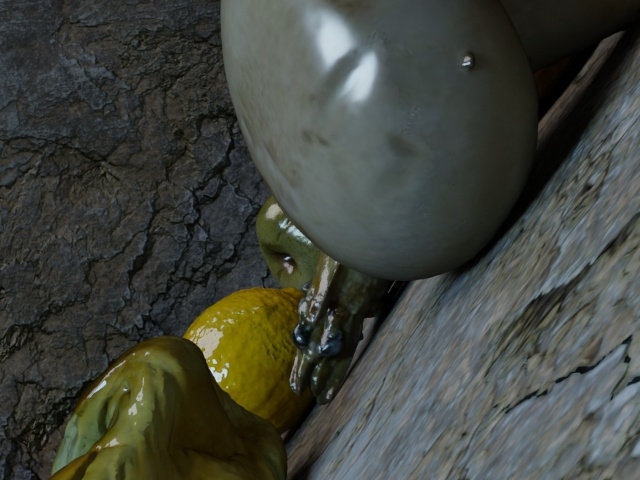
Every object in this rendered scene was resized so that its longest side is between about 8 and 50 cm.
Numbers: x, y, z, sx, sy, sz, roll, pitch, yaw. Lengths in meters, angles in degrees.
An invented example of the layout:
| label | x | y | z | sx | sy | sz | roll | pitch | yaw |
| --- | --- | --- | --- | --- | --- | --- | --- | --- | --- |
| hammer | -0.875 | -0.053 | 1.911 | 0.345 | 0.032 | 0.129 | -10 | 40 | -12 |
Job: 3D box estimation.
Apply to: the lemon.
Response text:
| label | x | y | z | sx | sy | sz | roll | pitch | yaw |
| --- | --- | --- | --- | --- | --- | --- | --- | --- | --- |
| lemon | -0.064 | 0.119 | 1.187 | 0.187 | 0.142 | 0.142 | -52 | 0 | -30 |

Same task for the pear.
| label | x | y | z | sx | sy | sz | roll | pitch | yaw |
| --- | --- | --- | --- | --- | --- | --- | --- | --- | --- |
| pear | 0.000 | 0.000 | 1.520 | 0.136 | 0.167 | 0.167 | -31 | -8 | -20 |

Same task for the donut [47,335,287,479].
| label | x | y | z | sx | sy | sz | roll | pitch | yaw |
| --- | --- | --- | --- | --- | --- | --- | --- | --- | --- |
| donut | -0.163 | 0.244 | 0.887 | 0.360 | 0.170 | 0.360 | -55 | 3 | 4 |

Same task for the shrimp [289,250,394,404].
| label | x | y | z | sx | sy | sz | roll | pitch | yaw |
| --- | --- | --- | --- | --- | --- | --- | --- | --- | --- |
| shrimp | 0.047 | 0.024 | 1.149 | 0.317 | 0.077 | 0.168 | -61 | -25 | -28 |

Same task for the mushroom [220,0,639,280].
| label | x | y | z | sx | sy | sz | roll | pitch | yaw |
| --- | --- | --- | --- | --- | --- | --- | --- | --- | --- |
| mushroom | 0.085 | -0.128 | 0.856 | 0.290 | 0.292 | 0.292 | -21 | -8 | -14 |

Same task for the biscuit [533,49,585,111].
| label | x | y | z | sx | sy | sz | roll | pitch | yaw |
| --- | --- | --- | --- | --- | --- | --- | --- | --- | --- |
| biscuit | 0.189 | -0.147 | 1.071 | 0.295 | 0.044 | 0.186 | -55 | 4 | 19 |
